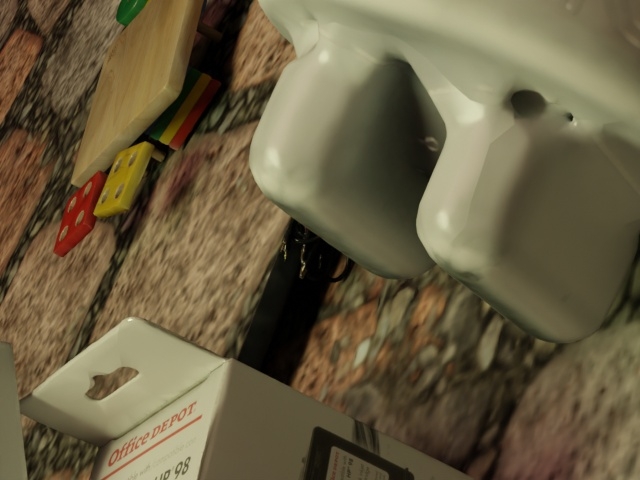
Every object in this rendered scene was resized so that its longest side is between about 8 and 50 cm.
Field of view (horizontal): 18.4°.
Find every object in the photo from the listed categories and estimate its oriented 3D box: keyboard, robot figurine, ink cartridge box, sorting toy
[{"bbox_3d":[0.000,0.000,1.021,0.100,0.038,0.192,108,-178,-75],"label":"keyboard"},{"bbox_3d":[0.107,-0.146,0.706,0.300,0.200,0.353,21,82,28],"label":"robot figurine"},{"bbox_3d":[-0.021,0.105,0.723,0.104,0.180,0.060,-36,33,49],"label":"ink cartridge box"},{"bbox_3d":[-0.110,-0.102,1.349,0.132,0.046,0.274,-40,30,43],"label":"sorting toy"}]

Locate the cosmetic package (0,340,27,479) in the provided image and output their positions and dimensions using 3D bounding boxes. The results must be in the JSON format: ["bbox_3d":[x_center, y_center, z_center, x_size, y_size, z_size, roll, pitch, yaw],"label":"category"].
[{"bbox_3d":[-0.187,0.243,0.815,0.284,0.097,0.377,-17,79,62],"label":"cosmetic package"}]
